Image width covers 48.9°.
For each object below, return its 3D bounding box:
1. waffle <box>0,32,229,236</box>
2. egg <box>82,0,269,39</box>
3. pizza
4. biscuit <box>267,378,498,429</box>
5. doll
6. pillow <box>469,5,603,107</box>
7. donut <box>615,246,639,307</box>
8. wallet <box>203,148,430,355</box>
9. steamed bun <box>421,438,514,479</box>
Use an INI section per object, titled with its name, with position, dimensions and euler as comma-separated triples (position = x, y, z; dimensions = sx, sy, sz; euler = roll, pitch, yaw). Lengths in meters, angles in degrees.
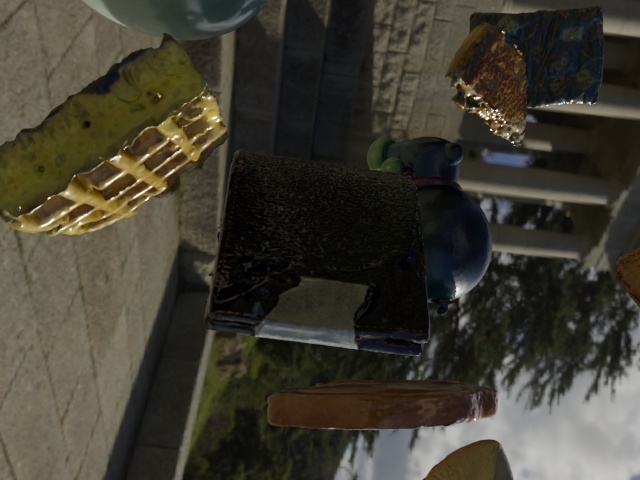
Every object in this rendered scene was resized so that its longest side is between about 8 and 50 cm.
[waffle]
position = -0.150, -0.064, 0.546
dimensions = 0.055, 0.160, 0.211
euler = 55, -4, 1
[egg]
position = -0.197, -0.354, 0.765
dimensions = 0.230, 0.371, 0.230
euler = -42, 152, -29
[pizza]
position = 0.287, -0.265, 1.188
dimensions = 0.069, 0.226, 0.147
euler = 14, -98, 46
[biscuit]
position = 0.122, 0.274, 1.198
dimensions = 0.455, 0.349, 0.078
euler = 31, 60, -71
[doll]
position = 0.182, -0.036, 1.179
dimensions = 0.186, 0.198, 0.322
euler = -19, -106, 45
[pillow]
position = 0.415, -0.352, 1.368
dimensions = 0.034, 0.255, 0.189
euler = -55, 143, -61
[donut]
position = 0.390, 0.066, 0.547
dimensions = 0.110, 0.302, 0.303
euler = -61, -168, 25
[wallet]
position = 0.000, 0.000, 0.752
dimensions = 0.262, 0.220, 0.071
euler = -88, -170, -46
[steamed bun]
position = 0.205, 0.432, 1.039
dimensions = 0.110, 0.212, 0.231
euler = -110, 180, -75
